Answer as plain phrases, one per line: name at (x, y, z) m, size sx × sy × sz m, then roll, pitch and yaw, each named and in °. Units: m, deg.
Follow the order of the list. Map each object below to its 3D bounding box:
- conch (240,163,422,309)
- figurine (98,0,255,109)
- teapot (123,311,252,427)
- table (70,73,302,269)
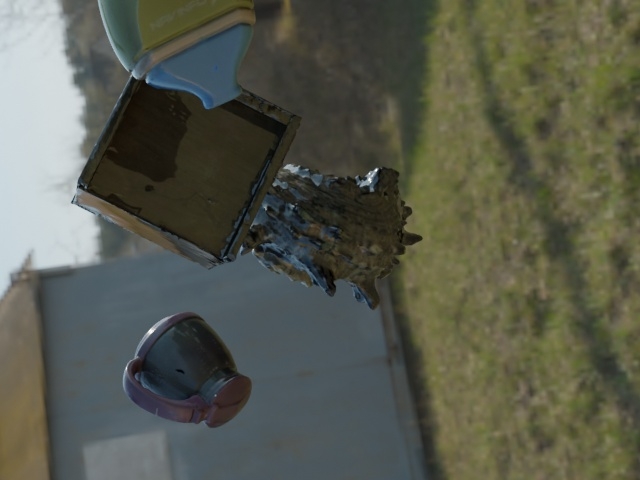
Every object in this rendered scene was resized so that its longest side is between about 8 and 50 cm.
conch at (-0.006, -0.010, 1.729) m, size 0.240 × 0.313 × 0.186 m, roll 9°, pitch 98°, yaw 50°
figurine at (-0.137, -0.231, 1.052) m, size 0.262 × 0.153 × 0.180 m, roll 64°, pitch -160°, yaw -10°
teapot at (-0.161, 0.165, 1.623) m, size 0.146 × 0.116 × 0.148 m, roll 37°, pitch -175°, yaw 28°
table at (-0.136, -0.085, 1.315) m, size 0.172 × 0.169 × 0.193 m, roll -65°, pitch 8°, yaw -8°
